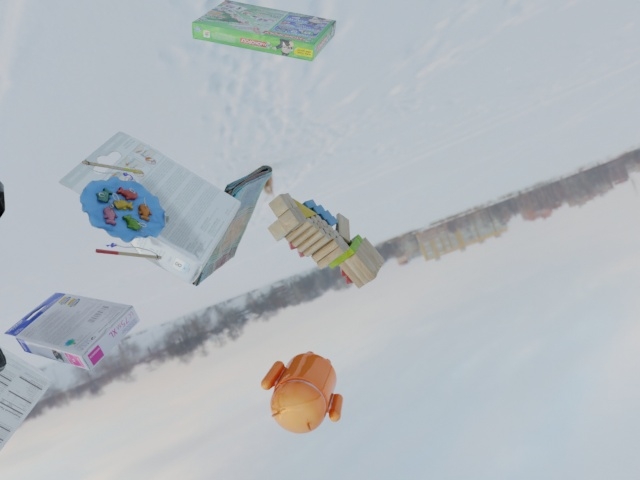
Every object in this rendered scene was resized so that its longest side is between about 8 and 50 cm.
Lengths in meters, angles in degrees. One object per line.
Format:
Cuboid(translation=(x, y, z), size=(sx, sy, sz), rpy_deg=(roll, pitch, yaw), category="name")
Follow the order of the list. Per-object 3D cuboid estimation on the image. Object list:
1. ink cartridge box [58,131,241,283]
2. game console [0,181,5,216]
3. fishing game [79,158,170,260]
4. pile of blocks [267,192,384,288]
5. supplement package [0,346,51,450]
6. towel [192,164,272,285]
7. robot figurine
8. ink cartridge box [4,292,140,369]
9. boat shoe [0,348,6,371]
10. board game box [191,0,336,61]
Cuboid(translation=(-0.427, -0.094, 1.538), size=(0.091, 0.385, 0.308), rpy_deg=(-55, -171, 35), category="ink cartridge box")
Cuboid(translation=(-0.993, -0.017, 1.656), size=(0.044, 0.213, 0.361), rpy_deg=(33, 93, -46), category="game console")
Cuboid(translation=(-0.414, -0.072, 1.282), size=(0.189, 0.264, 0.041), rpy_deg=(10, 135, -35), category="fishing game")
Cuboid(translation=(0.000, 0.000, 1.516), size=(0.113, 0.362, 0.149), rpy_deg=(-37, -149, 31), category="pile of blocks")
Cuboid(translation=(-0.979, 0.468, 1.774), size=(0.199, 0.198, 0.262), rpy_deg=(1, -127, 57), category="supplement package")
Cuboid(translation=(-0.276, -0.049, 1.876), size=(0.370, 0.040, 0.271), rpy_deg=(-64, 170, 29), category="towel")
Cuboid(translation=(-0.038, 0.334, 1.319), size=(0.128, 0.158, 0.219), rpy_deg=(-26, -167, 21), category="robot figurine")
Cuboid(translation=(-0.645, 0.226, 1.552), size=(0.311, 0.065, 0.186), rpy_deg=(7, -142, 28), category="ink cartridge box")
Cuboid(translation=(-0.610, 0.130, 1.029), size=(0.079, 0.233, 0.084), rpy_deg=(-29, -176, 8), category="boat shoe")
Cuboid(translation=(-0.140, -0.546, 1.543), size=(0.317, 0.046, 0.213), rpy_deg=(14, -141, 10), category="board game box")
